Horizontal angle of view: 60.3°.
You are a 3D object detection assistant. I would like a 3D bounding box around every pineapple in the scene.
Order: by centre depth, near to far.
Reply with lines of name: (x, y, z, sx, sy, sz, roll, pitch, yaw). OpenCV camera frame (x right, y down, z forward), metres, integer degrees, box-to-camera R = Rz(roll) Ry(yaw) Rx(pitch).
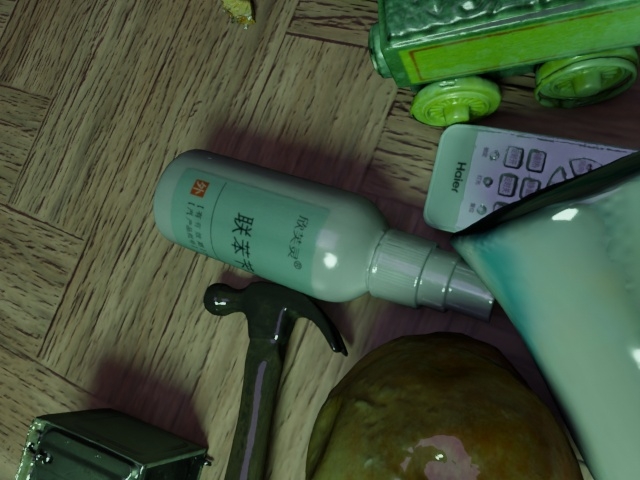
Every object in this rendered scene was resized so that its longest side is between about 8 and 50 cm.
pineapple: (-0.107, -0.309, 0.709, 0.045, 0.019, 0.083, -14, 72, 11)

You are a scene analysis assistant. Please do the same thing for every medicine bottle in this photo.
medicine bottle: (0.000, 0.000, 0.545, 0.351, 0.110, 0.110, 19, 85, 23)

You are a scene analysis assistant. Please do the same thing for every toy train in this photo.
toy train: (0.169, -0.204, 0.485, 0.271, 0.188, 0.159, -5, 77, 18)

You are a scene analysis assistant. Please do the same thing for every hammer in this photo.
hammer: (-0.079, 0.256, 0.529, 0.168, 0.044, 0.440, 2, 73, 25)

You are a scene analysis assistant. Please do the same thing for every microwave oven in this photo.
microwave oven: (-0.231, 0.294, 0.557, 0.163, 0.129, 0.205, 11, 83, 24)

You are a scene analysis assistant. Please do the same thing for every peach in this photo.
peach: (0.092, 0.171, 0.419, 0.214, 0.214, 0.236, -5, 45, 20)

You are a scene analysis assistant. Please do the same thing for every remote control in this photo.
remote control: (0.244, -0.032, 0.492, 0.293, 0.051, 0.103, 13, 91, 21)

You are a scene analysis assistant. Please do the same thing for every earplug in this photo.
earplug: (0.240, 0.108, 0.390, 0.185, 0.185, 0.324, -23, 90, 15)
